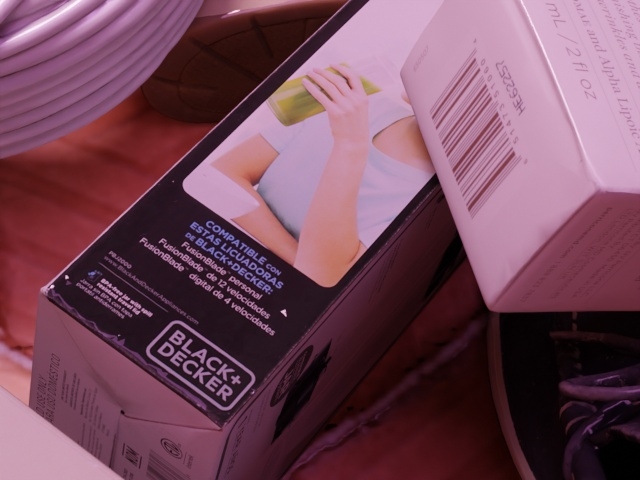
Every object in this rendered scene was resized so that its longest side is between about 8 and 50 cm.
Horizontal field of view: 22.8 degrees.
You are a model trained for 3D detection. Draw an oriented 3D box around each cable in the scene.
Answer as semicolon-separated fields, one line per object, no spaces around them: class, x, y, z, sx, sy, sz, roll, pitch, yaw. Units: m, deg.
cable;-0.165;-0.153;0.754;0.257;0.089;0.257;-37;54;-16

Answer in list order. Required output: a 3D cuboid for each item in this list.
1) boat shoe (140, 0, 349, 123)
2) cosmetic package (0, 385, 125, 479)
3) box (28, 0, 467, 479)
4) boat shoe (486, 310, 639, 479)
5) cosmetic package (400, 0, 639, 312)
boat shoe;0.061;-0.150;0.839;0.341;0.122;0.110;-9;59;-19
cosmetic package;-0.219;0.075;0.587;0.309;0.160;0.113;34;55;10
box;0.000;0.000;0.695;0.087;0.169;0.290;35;56;12
boat shoe;0.176;0.107;0.647;0.186;0.156;0.500;9;42;-6
cosmetic package;0.158;-0.039;0.624;0.231;0.085;0.117;-1;57;-29
